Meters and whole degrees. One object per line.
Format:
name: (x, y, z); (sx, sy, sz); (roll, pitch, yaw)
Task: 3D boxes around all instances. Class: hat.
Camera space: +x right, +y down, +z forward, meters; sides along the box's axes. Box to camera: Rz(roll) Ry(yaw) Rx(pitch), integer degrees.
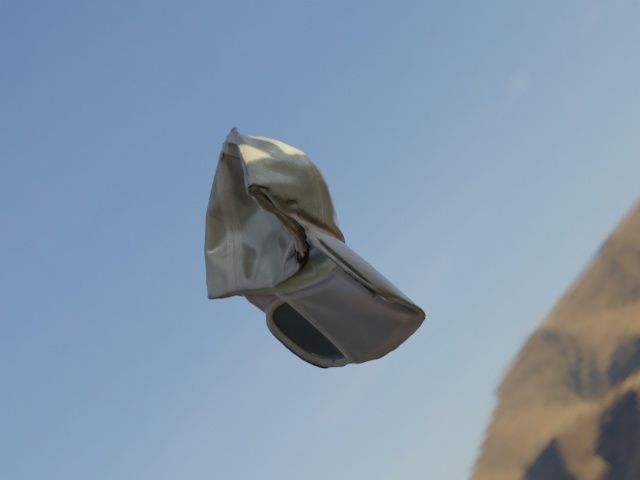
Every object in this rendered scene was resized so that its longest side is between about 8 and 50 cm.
hat: (0.000, 0.000, 1.730); (0.219, 0.226, 0.164); (121, 165, -59)
